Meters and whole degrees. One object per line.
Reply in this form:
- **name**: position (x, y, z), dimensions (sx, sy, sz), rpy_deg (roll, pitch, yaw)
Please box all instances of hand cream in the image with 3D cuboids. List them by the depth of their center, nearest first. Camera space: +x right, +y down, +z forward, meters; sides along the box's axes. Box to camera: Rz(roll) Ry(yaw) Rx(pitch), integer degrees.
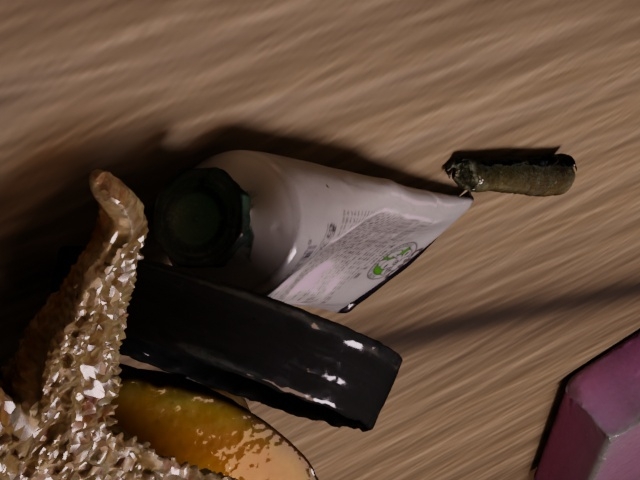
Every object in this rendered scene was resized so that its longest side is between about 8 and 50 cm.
- **hand cream**: position (0.000, 0.000, 1.007), dimensions (0.121, 0.076, 0.336), rpy_deg (-38, 164, 15)

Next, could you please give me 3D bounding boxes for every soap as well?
- **soap**: position (0.320, 0.178, 1.760), dimensions (0.181, 0.081, 0.259), rpy_deg (-30, 157, -15)

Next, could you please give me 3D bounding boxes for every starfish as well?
- **starfish**: position (-0.154, 0.104, 0.754), dimensions (0.299, 0.060, 0.302), rpy_deg (-15, 130, -31)

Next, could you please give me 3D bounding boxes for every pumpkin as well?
- **pumpkin**: position (-0.168, 0.119, 0.927), dimensions (0.312, 0.169, 0.148), rpy_deg (-13, 112, -13)

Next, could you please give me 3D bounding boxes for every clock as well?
- **clock**: position (-0.051, 0.051, 0.877), dimensions (0.184, 0.184, 0.040), rpy_deg (39, 67, -67)

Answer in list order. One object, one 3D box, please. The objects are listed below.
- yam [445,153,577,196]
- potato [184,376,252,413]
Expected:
- **yam**: position (0.124, -0.041, 1.137), dimensions (0.129, 0.027, 0.033), rpy_deg (-5, 140, -50)
- **potato**: position (-0.098, 0.268, 1.132), dimensions (0.301, 0.237, 0.289), rpy_deg (-48, 155, 26)
